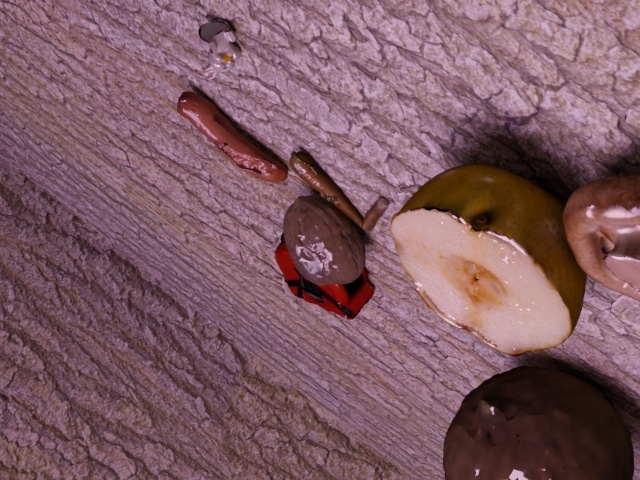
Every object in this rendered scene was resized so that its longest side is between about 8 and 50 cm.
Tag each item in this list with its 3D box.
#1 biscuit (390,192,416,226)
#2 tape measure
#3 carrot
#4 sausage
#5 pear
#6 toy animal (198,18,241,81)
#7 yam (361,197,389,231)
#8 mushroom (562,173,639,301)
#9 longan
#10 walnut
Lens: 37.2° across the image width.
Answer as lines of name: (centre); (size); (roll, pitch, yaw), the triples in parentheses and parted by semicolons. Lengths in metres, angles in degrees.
biscuit: (0.228, 0.019, 1.813); (0.212, 0.041, 0.239); (-12, 100, 49)
tape measure: (-0.004, 0.072, 2.353); (0.253, 0.114, 0.260); (22, 153, 40)
carrot: (0.024, -0.103, 2.060); (0.254, 0.049, 0.049); (43, 160, -20)
sausage: (-0.201, -0.227, 2.145); (0.304, 0.078, 0.078); (41, 160, -2)
pear: (0.302, 0.010, 1.580); (0.340, 0.191, 0.386); (30, 158, 20)
toy animal: (-0.198, -0.366, 1.854); (0.085, 0.071, 0.124); (27, 156, 29)
yam: (0.113, -0.053, 2.014); (0.032, 0.032, 0.145); (39, 158, 3)
mushroom: (0.475, 0.005, 1.341); (0.278, 0.146, 0.278); (24, 152, 14)
longan: (0.447, 0.453, 1.962); (0.391, 0.391, 0.391); (34, 159, 15)
walnut: (0.002, -0.001, 2.132); (0.178, 0.178, 0.230); (7, 130, 56)
